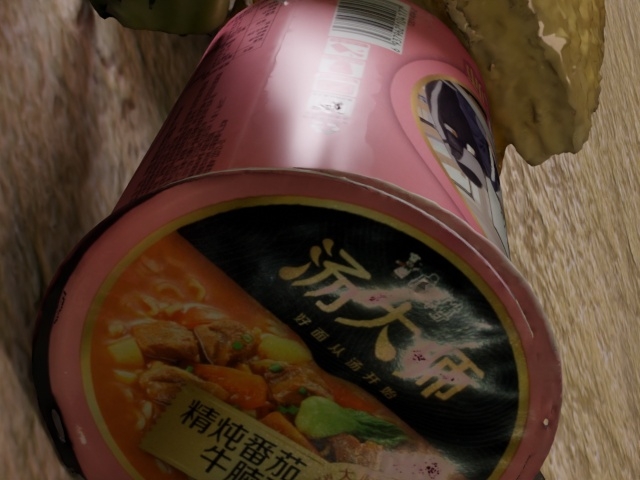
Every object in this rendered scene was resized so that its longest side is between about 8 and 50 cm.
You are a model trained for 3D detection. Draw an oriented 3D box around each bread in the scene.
[{"bbox_3d":[0.069,-0.206,1.217,0.236,0.165,0.375,56,23,-21],"label":"bread"}]

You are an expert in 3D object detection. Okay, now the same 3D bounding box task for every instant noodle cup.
[{"bbox_3d":[0.000,0.000,0.983,0.255,0.244,0.244,-79,153,-57],"label":"instant noodle cup"}]

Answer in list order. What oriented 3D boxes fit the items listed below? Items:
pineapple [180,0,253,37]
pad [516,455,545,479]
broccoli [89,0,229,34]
[{"bbox_3d":[-0.074,-0.224,1.173,0.221,0.047,0.221,-11,90,-71],"label":"pineapple"},{"bbox_3d":[0.174,0.271,1.682,0.174,0.022,0.233,57,27,-47],"label":"pad"},{"bbox_3d":[-0.089,-0.192,0.951,0.247,0.263,0.243,-47,161,-28],"label":"broccoli"}]
